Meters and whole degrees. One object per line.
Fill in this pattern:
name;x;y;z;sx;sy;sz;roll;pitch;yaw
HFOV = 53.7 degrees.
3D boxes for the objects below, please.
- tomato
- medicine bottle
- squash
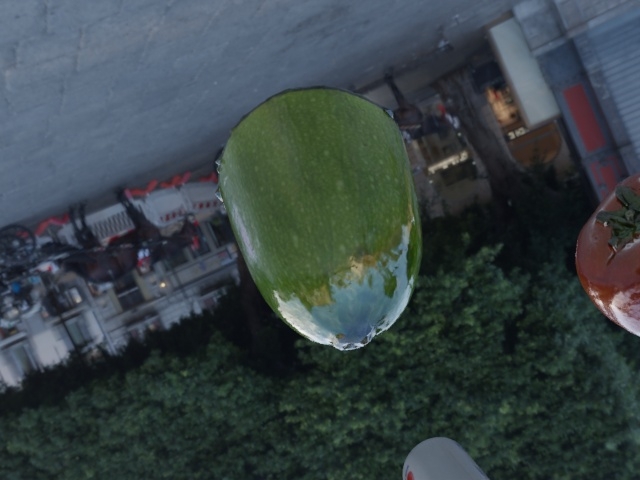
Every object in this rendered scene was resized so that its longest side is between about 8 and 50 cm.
tomato;0.665;0.019;1.183;0.341;0.273;0.341;-51;-164;20
medicine bottle;0.244;0.448;0.997;0.130;0.130;0.341;-25;-165;-7
squash;0.015;-0.011;0.885;0.311;0.310;0.308;-24;-138;7
